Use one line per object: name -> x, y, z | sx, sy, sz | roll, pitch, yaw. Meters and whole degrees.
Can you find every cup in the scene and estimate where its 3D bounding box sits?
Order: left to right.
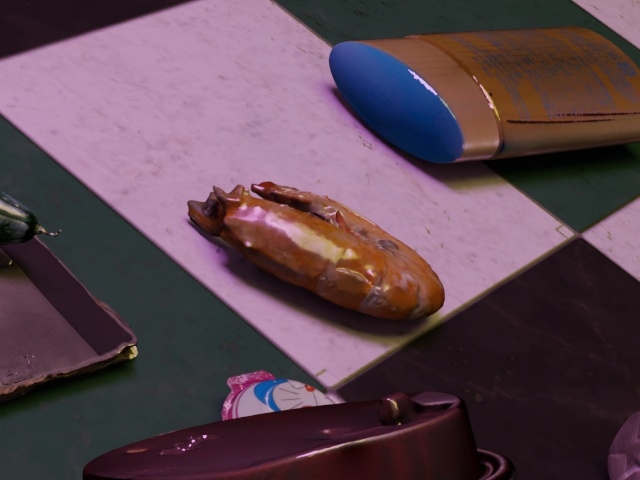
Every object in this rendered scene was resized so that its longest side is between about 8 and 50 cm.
cup -> 0.000, 0.206, 0.788 | 0.196, 0.280, 0.196 | -8, 4, 1

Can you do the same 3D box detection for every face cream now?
face cream -> 0.148, -0.121, 1.544 | 0.285, 0.067, 0.139 | -8, 46, -43

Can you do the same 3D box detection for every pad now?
pad -> -0.237, 0.014, 1.133 | 0.233, 0.022, 0.174 | 42, 37, 24

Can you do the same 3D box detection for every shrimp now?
shrimp -> -0.002, 0.004, 1.297 | 0.187, 0.051, 0.132 | 26, 14, -12

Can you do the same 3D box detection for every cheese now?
cheese -> -0.006, 0.128, 1.118 | 0.095, 0.038, 0.145 | -9, 47, -42

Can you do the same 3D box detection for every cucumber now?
cucumber -> -0.237, -0.026, 1.135 | 0.168, 0.039, 0.039 | 19, 34, -5

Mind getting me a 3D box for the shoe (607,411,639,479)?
shoe -> 0.260, 0.181, 1.210 | 0.099, 0.071, 0.169 | 10, 36, -36
